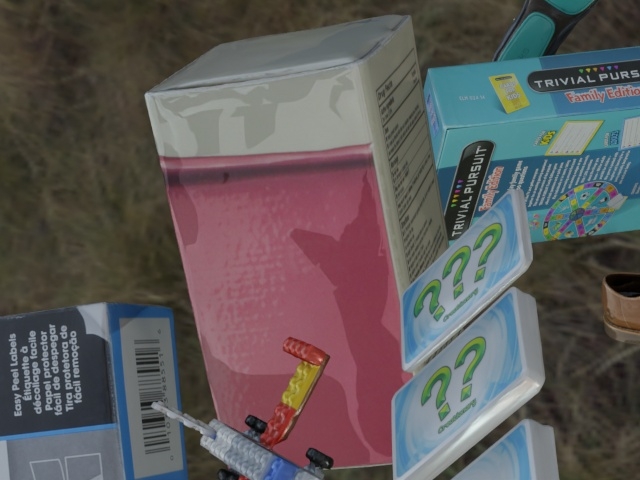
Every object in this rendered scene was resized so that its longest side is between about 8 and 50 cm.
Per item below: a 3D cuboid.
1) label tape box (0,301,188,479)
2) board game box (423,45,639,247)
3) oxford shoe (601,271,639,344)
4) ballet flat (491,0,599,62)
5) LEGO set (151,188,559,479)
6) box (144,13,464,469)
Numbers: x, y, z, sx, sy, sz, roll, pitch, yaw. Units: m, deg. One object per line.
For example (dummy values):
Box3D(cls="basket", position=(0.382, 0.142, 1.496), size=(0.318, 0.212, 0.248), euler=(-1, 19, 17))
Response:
Box3D(cls="label tape box", position=(-0.262, 0.184, 1.075), size=(0.334, 0.106, 0.240), euler=(-9, 84, 20))
Box3D(cls="board game box", position=(0.265, -0.095, 1.593), size=(0.336, 0.254, 0.079), euler=(-7, 60, -9))
Box3D(cls="oxford shoe", position=(0.384, 0.069, 1.546), size=(0.212, 0.076, 0.076), euler=(4, 126, 33))
Box3D(cls="ballet flat", position=(0.250, -0.250, 1.602), size=(0.074, 0.074, 0.203), euler=(51, 123, 27))
Box3D(cls="LEGO set", position=(-0.008, 0.099, 0.603), size=(0.244, 0.060, 0.182), euler=(-45, 26, 33))
Box3D(cls="box", position=(0.000, 0.000, 0.880), size=(0.127, 0.148, 0.232), euler=(-7, 106, 16))
